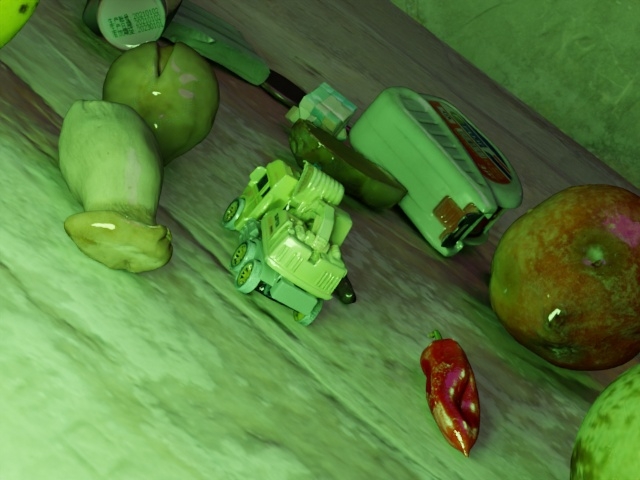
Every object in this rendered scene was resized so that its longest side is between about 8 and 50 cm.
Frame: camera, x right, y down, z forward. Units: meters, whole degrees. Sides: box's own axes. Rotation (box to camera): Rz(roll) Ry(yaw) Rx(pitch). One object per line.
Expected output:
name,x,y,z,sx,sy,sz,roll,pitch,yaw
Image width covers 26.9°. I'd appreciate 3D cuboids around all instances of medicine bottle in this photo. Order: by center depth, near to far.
medicine bottle,-0.223,-0.293,1.612,0.094,0.119,0.188,32,18,-17

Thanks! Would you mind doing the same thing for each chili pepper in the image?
chili pepper,0.127,0.142,1.310,0.059,0.050,0.191,47,18,-31

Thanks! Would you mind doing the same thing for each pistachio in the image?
pistachio,-0.163,-0.144,1.374,0.124,0.124,0.185,35,12,-7

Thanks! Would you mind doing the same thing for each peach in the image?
peach,0.319,0.051,1.640,0.232,0.232,0.256,38,28,0

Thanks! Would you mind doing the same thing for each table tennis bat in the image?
table tennis bat,-0.001,-0.240,1.918,0.170,0.119,0.107,35,18,-4

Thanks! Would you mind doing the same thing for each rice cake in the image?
rice cake,-0.176,-0.291,1.829,0.237,0.043,0.127,20,26,-43

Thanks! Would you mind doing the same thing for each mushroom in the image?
mushroom,-0.177,-0.052,1.152,0.212,0.088,0.097,-113,179,-48

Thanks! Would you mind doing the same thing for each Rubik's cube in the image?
Rubik's cube,-0.003,-0.160,1.796,0.084,0.073,0.075,-22,66,-42

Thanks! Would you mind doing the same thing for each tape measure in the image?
tape measure,0.165,-0.093,1.864,0.243,0.125,0.246,52,24,21

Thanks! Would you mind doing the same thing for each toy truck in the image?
toy truck,-0.025,-0.011,1.291,0.085,0.116,0.191,32,19,-23

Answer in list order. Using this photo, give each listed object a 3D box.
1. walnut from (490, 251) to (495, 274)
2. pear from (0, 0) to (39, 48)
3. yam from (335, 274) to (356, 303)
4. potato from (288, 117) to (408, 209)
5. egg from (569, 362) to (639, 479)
walnut,0.271,0.039,1.813,0.079,0.082,0.096,3,-2,16
pear,-0.350,-0.248,1.012,0.294,0.294,0.294,34,18,-12
yam,-0.001,-0.001,1.471,0.027,0.029,0.234,-1,35,-20
potato,0.031,-0.088,1.706,0.198,0.054,0.119,24,17,-50
egg,0.349,0.233,1.209,0.238,0.238,0.289,31,32,-19
